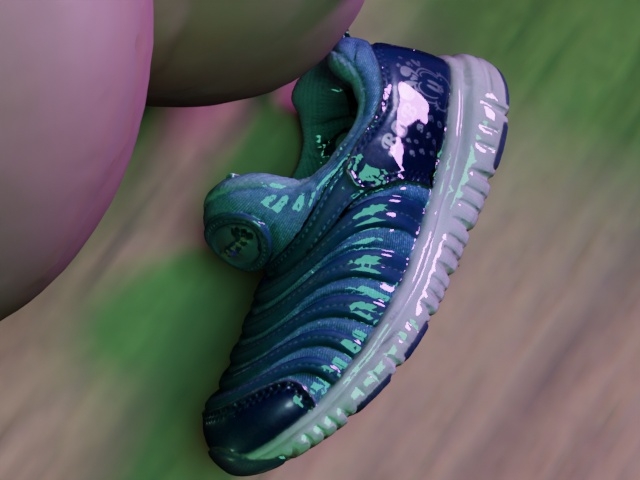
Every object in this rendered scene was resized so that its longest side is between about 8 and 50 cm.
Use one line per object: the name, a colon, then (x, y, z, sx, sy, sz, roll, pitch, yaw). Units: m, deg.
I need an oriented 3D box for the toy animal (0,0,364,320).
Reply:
toy animal: (-0.087, -0.081, 0.460, 0.221, 0.210, 0.229, -3, 47, -11)

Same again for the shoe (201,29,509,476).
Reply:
shoe: (0.000, 0.000, 0.540, 0.071, 0.064, 0.143, 28, 74, -10)
